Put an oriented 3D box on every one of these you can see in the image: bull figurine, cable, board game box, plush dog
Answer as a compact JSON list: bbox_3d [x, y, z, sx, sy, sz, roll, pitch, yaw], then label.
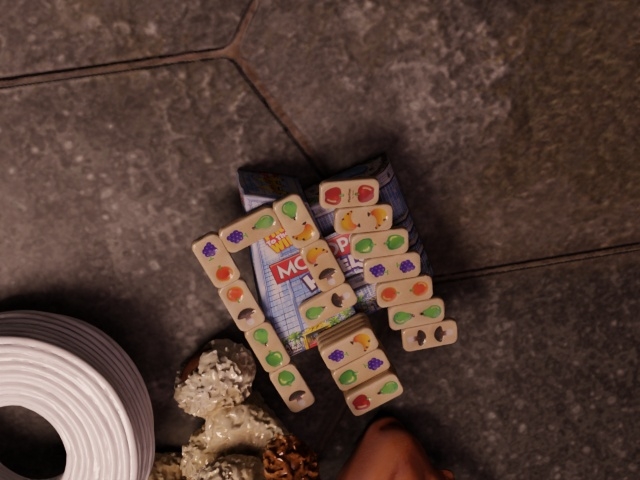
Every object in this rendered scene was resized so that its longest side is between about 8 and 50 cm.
[{"bbox_3d":[0.042,0.346,1.639,0.188,0.101,0.310,45,66,-31],"label":"bull figurine"},{"bbox_3d":[-0.296,0.198,1.519,0.257,0.089,0.257,13,107,4],"label":"cable"},{"bbox_3d":[0.000,0.000,1.535,0.194,0.060,0.194,-24,121,1],"label":"board game box"},{"bbox_3d":[-0.081,0.268,1.562,0.210,0.225,0.262,25,109,-23],"label":"plush dog"}]

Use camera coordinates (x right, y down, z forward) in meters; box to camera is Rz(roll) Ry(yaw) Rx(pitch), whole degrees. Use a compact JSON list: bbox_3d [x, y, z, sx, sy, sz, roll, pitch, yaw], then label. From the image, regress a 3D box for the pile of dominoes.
[{"bbox_3d":[0.014,0.061,1.512,0.196,0.040,0.251,-28,121,3],"label":"pile of dominoes"}]
